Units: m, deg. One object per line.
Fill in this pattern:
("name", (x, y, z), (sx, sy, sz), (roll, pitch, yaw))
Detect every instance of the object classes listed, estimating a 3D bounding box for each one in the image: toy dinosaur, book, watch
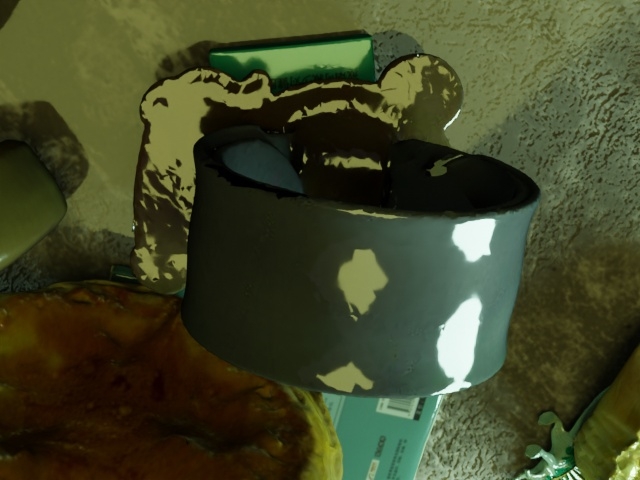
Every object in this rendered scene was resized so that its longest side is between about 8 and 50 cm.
("toy dinosaur", (0.278, 0.238, 1.230), (0.187, 0.044, 0.106), (-35, 120, -7))
("book", (-0.068, 0.189, 1.190), (0.380, 0.031, 0.264), (15, 105, -8))
("watch", (0.000, 0.000, 0.938), (0.335, 0.327, 0.314), (7, 106, -7))

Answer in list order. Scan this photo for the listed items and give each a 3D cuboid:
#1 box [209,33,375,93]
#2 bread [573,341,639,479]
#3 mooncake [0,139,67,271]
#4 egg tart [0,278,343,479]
("box", (-0.020, -0.085, 1.105), (0.161, 0.042, 0.226), (-6, 107, -2))
("bread", (0.391, 0.193, 1.160), (0.250, 0.133, 0.179), (-48, 120, 4))
("mooncake", (-0.347, -0.008, 1.015), (0.235, 0.235, 0.117), (-35, 101, 6))
("egg tart", (-0.196, 0.214, 0.979), (0.443, 0.443, 0.178), (9, 128, -7))
